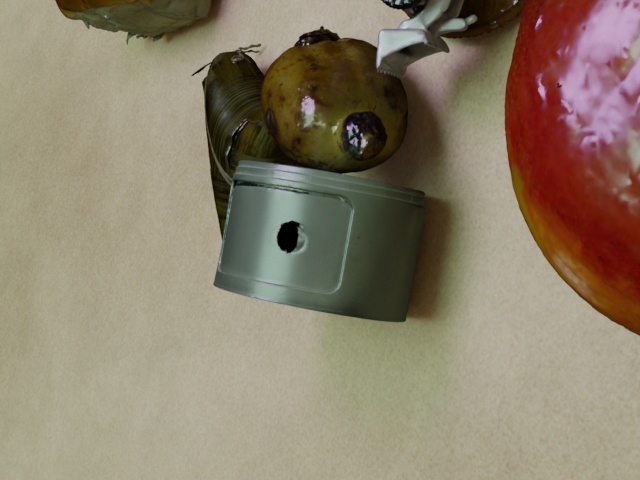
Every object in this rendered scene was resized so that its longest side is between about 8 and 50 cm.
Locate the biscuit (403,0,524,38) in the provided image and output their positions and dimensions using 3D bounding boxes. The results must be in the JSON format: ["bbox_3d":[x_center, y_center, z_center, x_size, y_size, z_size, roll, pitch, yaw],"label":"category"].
[{"bbox_3d":[0.186,-0.377,1.351,0.305,0.038,0.305,-14,71,47],"label":"biscuit"}]

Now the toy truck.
[{"bbox_3d":[0.133,-0.314,1.273,0.111,0.136,0.285,14,98,19],"label":"toy truck"}]

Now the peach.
[{"bbox_3d":[0.318,-0.097,0.932,0.373,0.290,0.372,-4,84,43],"label":"peach"}]

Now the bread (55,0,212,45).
[{"bbox_3d":[-0.282,-0.448,1.789,0.279,0.225,0.250,-1,83,46],"label":"bread"}]

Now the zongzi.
[{"bbox_3d":[-0.126,-0.122,1.633,0.241,0.111,0.247,-64,36,29],"label":"zongzi"}]

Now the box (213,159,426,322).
[{"bbox_3d":[0.000,0.000,1.349,0.226,0.226,0.149,10,91,51],"label":"box"}]

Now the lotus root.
[{"bbox_3d":[0.017,-0.156,1.389,0.314,0.169,0.141,-108,10,-61],"label":"lotus root"}]
